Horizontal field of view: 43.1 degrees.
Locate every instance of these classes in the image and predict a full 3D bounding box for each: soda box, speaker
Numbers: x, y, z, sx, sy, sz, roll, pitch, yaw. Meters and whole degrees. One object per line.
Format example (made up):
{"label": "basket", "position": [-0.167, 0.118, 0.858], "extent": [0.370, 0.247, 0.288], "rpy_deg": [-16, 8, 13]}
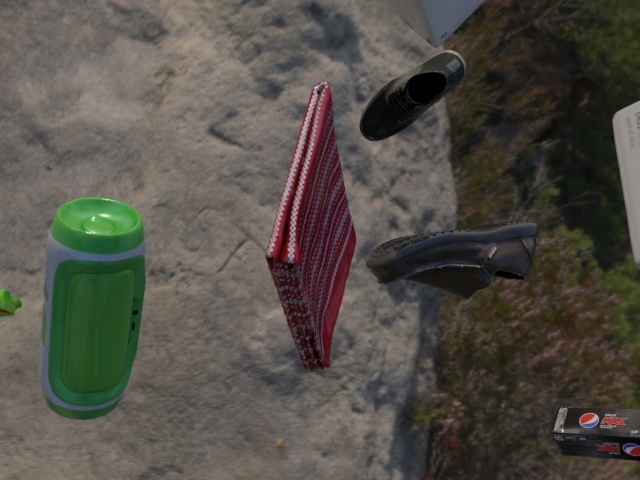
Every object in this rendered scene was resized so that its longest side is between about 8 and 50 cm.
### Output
{"label": "soda box", "position": [0.435, 0.286, 1.198], "extent": [0.060, 0.169, 0.053], "rpy_deg": [60, 43, -30]}
{"label": "speaker", "position": [-0.313, 0.096, 1.105], "extent": [0.131, 0.131, 0.296], "rpy_deg": [-3, 121, -30]}

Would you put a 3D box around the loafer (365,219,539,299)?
{"label": "loafer", "position": [0.253, 0.043, 1.448], "extent": [0.366, 0.134, 0.130], "rpy_deg": [-8, 90, -26]}

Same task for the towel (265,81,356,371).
{"label": "towel", "position": [0.000, 0.000, 0.830], "extent": [0.031, 0.275, 0.199], "rpy_deg": [7, 62, 11]}

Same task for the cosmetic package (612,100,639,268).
{"label": "cosmetic package", "position": [0.344, -0.042, 0.602], "extent": [0.151, 0.184, 0.151], "rpy_deg": [32, 48, -33]}

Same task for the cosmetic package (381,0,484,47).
{"label": "cosmetic package", "position": [0.087, -0.380, 0.938], "extent": [0.138, 0.224, 0.224], "rpy_deg": [-43, 68, 4]}

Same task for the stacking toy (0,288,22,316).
{"label": "stacking toy", "position": [-0.379, 0.075, 0.666], "extent": [0.167, 0.221, 0.052], "rpy_deg": [-8, 85, 10]}

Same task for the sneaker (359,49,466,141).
{"label": "sneaker", "position": [0.133, -0.232, 1.347], "extent": [0.083, 0.222, 0.118], "rpy_deg": [50, 33, -3]}
